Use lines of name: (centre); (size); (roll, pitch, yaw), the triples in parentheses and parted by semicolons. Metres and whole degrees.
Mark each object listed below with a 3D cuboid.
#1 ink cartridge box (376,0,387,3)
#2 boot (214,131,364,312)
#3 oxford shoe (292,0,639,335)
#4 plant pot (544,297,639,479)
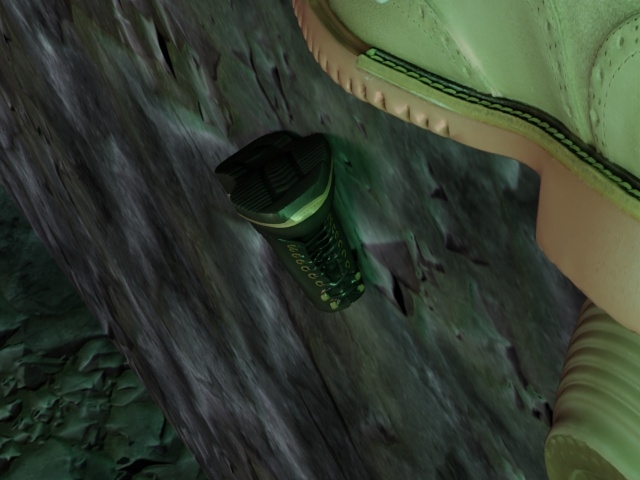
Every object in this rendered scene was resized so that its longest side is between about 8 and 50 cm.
ink cartridge box: (0.054, -0.171, 0.406); (0.127, 0.176, 0.128); (54, 164, 17)
boot: (0.000, 0.000, 1.163); (0.137, 0.077, 0.198); (58, 179, -15)
oxford shoe: (0.102, -0.094, 0.584); (0.397, 0.140, 0.146); (-135, 50, -56)
plant pot: (0.170, 0.099, 0.702); (0.237, 0.110, 0.237); (54, 164, 23)
